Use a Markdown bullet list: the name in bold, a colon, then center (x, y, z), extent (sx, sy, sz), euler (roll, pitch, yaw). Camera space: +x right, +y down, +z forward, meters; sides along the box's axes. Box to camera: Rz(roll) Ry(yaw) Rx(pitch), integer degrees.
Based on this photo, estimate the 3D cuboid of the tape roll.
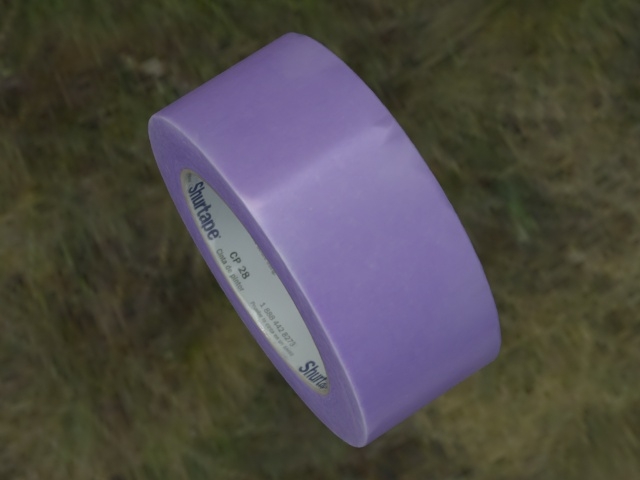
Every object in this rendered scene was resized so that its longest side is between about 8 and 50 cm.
- **tape roll**: center (0.000, 0.000, 0.908), extent (0.080, 0.189, 0.189), euler (-33, 142, -13)
